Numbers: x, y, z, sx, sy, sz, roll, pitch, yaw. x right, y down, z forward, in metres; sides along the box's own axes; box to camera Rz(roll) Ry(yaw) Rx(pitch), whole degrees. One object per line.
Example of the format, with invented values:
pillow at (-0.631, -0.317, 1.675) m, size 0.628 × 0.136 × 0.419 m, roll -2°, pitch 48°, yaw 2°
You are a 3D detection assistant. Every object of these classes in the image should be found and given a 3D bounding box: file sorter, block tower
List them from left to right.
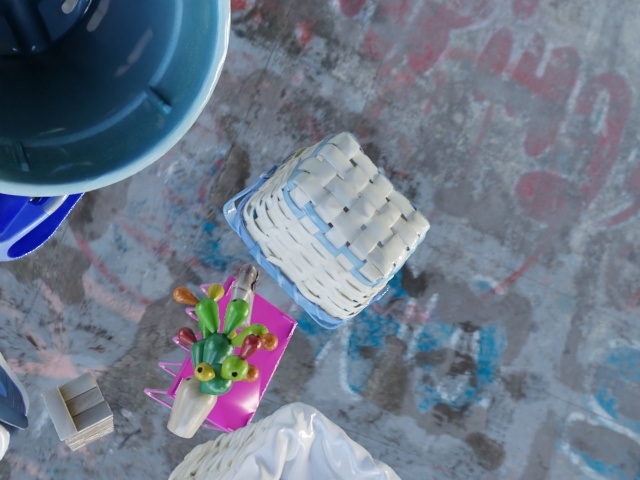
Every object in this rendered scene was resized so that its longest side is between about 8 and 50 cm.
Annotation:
block tower at (-0.446, 0.325, 1.459) m, size 0.097 × 0.335 × 0.091 m, roll -26°, pitch 80°, yaw -19°
file sorter at (-0.233, 0.260, 1.759) m, size 0.202 × 0.182 × 0.290 m, roll 39°, pitch 63°, yaw -27°

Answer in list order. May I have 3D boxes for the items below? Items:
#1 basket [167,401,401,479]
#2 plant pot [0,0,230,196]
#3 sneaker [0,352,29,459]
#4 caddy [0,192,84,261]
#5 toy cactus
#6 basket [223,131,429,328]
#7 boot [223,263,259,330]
basket at (-0.043, 0.377, 0.703) m, size 0.328 × 0.266 × 0.331 m, roll 44°, pitch 56°, yaw -12°
plant pot at (-0.316, -0.267, 0.820) m, size 0.341 × 0.334 × 0.341 m, roll -16°, pitch 124°, yaw -24°
sneaker at (-0.628, 0.237, 1.294) m, size 0.130 × 0.236 × 0.322 m, roll -33°, pitch 104°, yaw 8°
caddy at (-0.548, -0.124, 1.478) m, size 0.179 × 0.241 × 0.341 m, roll 30°, pitch 78°, yaw 16°
toy cactus at (-0.141, 0.151, 0.952) m, size 0.112 × 0.219 × 0.180 m, roll 25°, pitch 91°, yaw -30°
basket at (0.000, 0.000, 1.105) m, size 0.255 × 0.289 × 0.201 m, roll 48°, pitch 52°, yaw -7°
boot at (-0.113, 0.084, 1.166) m, size 0.042 × 0.118 × 0.087 m, roll 18°, pitch 74°, yaw -1°
